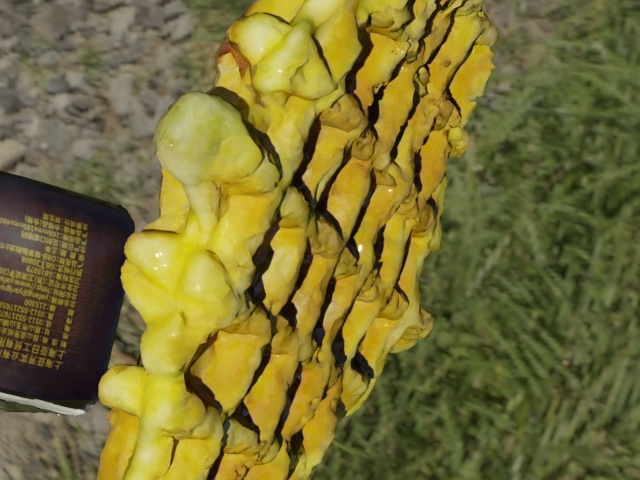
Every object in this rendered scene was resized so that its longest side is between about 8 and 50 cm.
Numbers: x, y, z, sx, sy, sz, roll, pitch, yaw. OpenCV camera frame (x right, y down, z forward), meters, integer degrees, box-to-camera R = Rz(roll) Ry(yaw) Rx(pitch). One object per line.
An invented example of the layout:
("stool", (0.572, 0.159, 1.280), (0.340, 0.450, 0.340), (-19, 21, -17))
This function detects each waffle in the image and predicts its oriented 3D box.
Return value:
("waffle", (0.000, 0.000, 0.567), (0.238, 0.058, 0.243), (-46, 149, -53))

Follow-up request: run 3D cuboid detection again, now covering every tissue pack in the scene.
("tissue pack", (-0.369, 0.022, 1.367), (0.370, 0.198, 0.210), (19, 82, -33))
